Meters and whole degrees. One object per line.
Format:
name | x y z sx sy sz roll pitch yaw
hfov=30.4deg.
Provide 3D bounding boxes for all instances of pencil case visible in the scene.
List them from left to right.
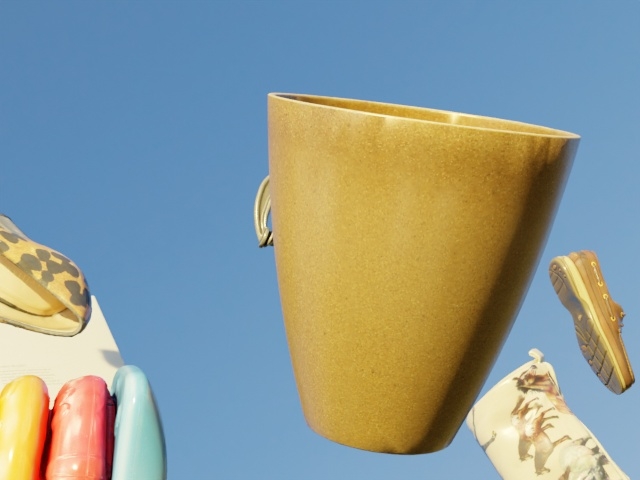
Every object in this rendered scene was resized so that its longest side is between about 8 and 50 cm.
pencil case | 0.389 0.369 1.799 0.183 0.410 0.160 -37 -24 5

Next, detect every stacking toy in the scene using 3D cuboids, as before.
stacking toy | -0.257 0.154 0.746 0.302 0.166 0.175 7 -96 -13

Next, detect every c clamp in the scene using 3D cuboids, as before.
c clamp | 0.000 0.000 1.205 0.137 0.161 0.022 -65 4 -22

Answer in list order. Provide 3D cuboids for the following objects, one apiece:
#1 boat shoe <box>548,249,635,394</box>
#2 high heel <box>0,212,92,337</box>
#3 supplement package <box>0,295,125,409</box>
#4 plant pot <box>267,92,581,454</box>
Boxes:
boat shoe | 0.334 0.093 1.397 0.060 0.178 0.064 -20 -8 -15
high heel | -0.314 0.018 0.938 0.261 0.186 0.093 6 -68 -46
supplement package | -0.381 0.231 1.571 0.199 0.262 0.198 3 -49 -38
plant pot | 0.061 0.026 0.908 0.237 0.237 0.254 2 -80 -35
